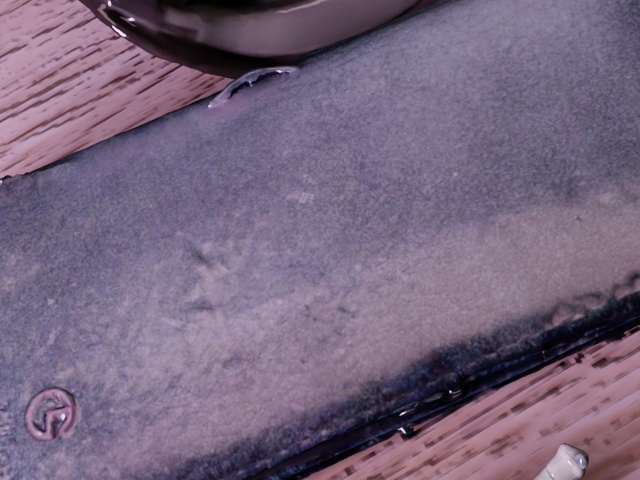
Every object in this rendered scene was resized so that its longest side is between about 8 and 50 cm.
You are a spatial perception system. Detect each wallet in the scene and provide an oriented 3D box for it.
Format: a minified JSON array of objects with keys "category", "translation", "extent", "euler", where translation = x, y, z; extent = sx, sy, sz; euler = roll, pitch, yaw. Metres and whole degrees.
[{"category":"wallet","translation":[0.000,0.000,0.609],"extent":[0.379,0.046,0.191],"euler":[-24,57,2]}]

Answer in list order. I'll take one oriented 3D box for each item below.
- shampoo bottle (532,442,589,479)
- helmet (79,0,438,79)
[{"category":"shampoo bottle","translation":[0.015,0.136,0.505],"extent":[0.195,0.056,0.056],"euler":[-39,50,-10]},{"category":"helmet","translation":[-0.048,-0.213,0.685],"extent":[0.225,0.305,0.177],"euler":[-49,26,13]}]
